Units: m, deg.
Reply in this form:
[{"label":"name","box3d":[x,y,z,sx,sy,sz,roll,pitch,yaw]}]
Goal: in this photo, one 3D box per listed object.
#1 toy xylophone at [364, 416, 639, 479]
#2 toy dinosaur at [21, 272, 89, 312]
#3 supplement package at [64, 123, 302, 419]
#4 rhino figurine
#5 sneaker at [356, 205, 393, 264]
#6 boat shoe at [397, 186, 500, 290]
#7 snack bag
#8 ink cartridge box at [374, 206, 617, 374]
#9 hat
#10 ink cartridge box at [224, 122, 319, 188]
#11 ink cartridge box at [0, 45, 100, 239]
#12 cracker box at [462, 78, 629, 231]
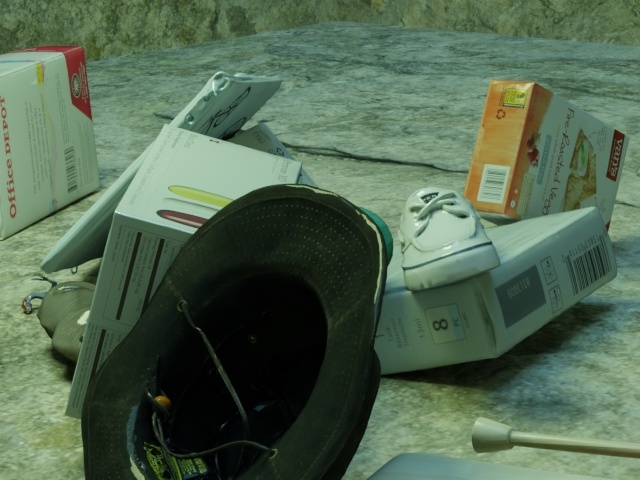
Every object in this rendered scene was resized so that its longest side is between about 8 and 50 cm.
[{"label":"toy xylophone","box3d":[0.152,0.208,1.182,0.322,0.081,0.236,7,18,36]},{"label":"toy dinosaur","box3d":[-0.302,0.072,1.942,0.082,0.047,0.090,-4,-22,33]},{"label":"supplement package","box3d":[-0.120,0.038,1.549,0.145,0.204,0.262,16,21,-2]},{"label":"rhino figurine","box3d":[-0.226,0.096,1.726,0.106,0.073,0.243,-4,15,-19]},{"label":"sneaker","box3d":[0.000,0.000,1.745,0.121,0.108,0.302,-26,9,-31]},{"label":"boat shoe","box3d":[0.111,-0.008,1.621,0.095,0.084,0.258,-17,6,-3]},{"label":"snack bag","box3d":[-0.192,-0.085,2.000,0.323,0.037,0.342,-45,-3,10]},{"label":"ink cartridge box","box3d":[0.084,0.071,1.803,0.385,0.091,0.308,-14,7,34]},{"label":"hat","box3d":[-0.038,0.129,1.318,0.134,0.331,0.331,35,-12,-37]},{"label":"ink cartridge box","box3d":[-0.095,-0.036,2.029,0.065,0.165,0.332,-40,-2,23]},{"label":"ink cartridge box","box3d":[-0.446,-0.147,2.409,0.131,0.226,0.306,2,15,20]},{"label":"cracker box","box3d":[0.267,-0.081,1.965,0.067,0.156,0.232,9,-7,39]}]
